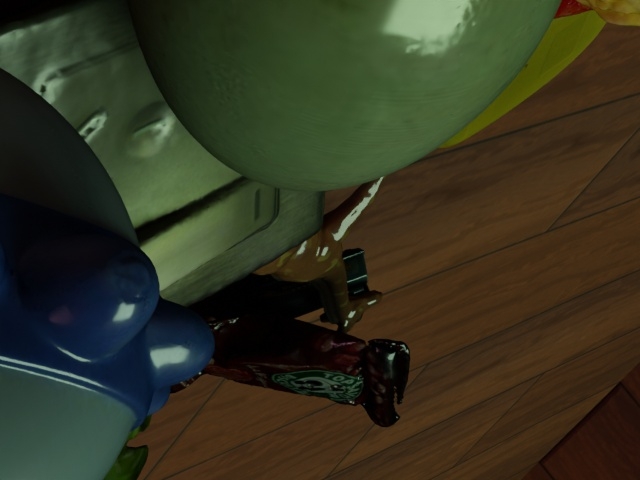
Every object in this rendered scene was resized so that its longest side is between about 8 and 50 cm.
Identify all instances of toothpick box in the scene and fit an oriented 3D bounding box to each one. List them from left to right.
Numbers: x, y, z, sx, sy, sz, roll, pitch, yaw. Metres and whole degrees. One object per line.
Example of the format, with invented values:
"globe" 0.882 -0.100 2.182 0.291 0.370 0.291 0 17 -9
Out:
"toothpick box" -0.203 0.053 0.820 0.263 0.263 0.354 -26 176 -35

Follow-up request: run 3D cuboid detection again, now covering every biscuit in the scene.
"biscuit" -0.041 0.102 1.584 0.151 0.235 0.063 70 28 -73

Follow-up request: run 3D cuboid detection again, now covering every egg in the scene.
"egg" 0.007 -0.141 0.935 0.218 0.218 0.295 -26 154 -35

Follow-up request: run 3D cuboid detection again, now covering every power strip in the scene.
"power strip" -0.106 -0.064 1.111 0.257 0.092 0.251 -28 134 -33

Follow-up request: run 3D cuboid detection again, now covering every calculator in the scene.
"calculator" 0.146 -0.138 1.551 0.235 0.032 0.146 -34 162 -19

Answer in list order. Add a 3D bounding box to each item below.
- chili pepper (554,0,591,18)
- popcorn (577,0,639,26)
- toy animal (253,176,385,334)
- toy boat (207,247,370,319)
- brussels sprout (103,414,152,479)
"chili pepper" 0.219 -0.210 1.475 0.272 0.063 0.071 -26 147 -27
"popcorn" 0.246 -0.220 1.317 0.180 0.180 0.170 -23 162 -41
"toy animal" 0.000 0.000 1.500 0.224 0.066 0.230 -10 138 -43
"toy boat" -0.028 0.043 1.631 0.141 0.060 0.055 -19 163 -6
"brussels sprout" -0.198 0.153 1.512 0.139 0.100 0.181 -9 163 -21
